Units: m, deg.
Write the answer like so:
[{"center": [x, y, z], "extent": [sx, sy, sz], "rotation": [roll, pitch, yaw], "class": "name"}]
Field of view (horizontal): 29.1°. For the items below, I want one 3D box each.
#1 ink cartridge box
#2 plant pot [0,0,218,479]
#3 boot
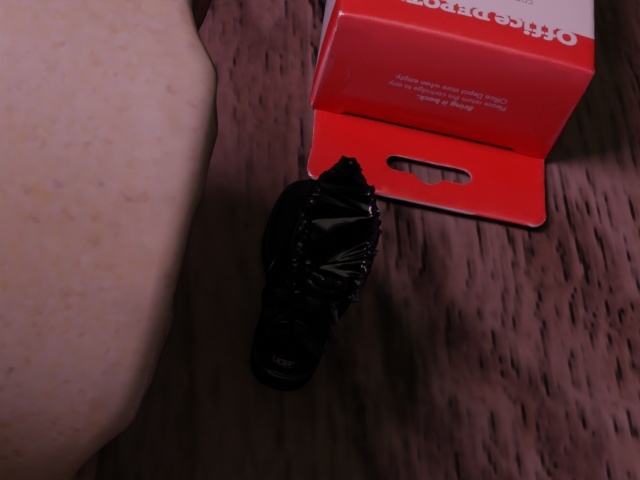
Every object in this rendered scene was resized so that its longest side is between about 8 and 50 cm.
[{"center": [0.072, -0.130, 0.662], "extent": [0.134, 0.078, 0.231], "rotation": [11, 55, -6], "class": "ink cartridge box"}, {"center": [-0.207, -0.040, 0.413], "extent": [0.305, 0.334, 0.334], "rotation": [13, 54, -18], "class": "plant pot"}, {"center": [0.000, 0.000, 0.544], "extent": [0.045, 0.099, 0.121], "rotation": [15, 55, -5], "class": "boot"}]
